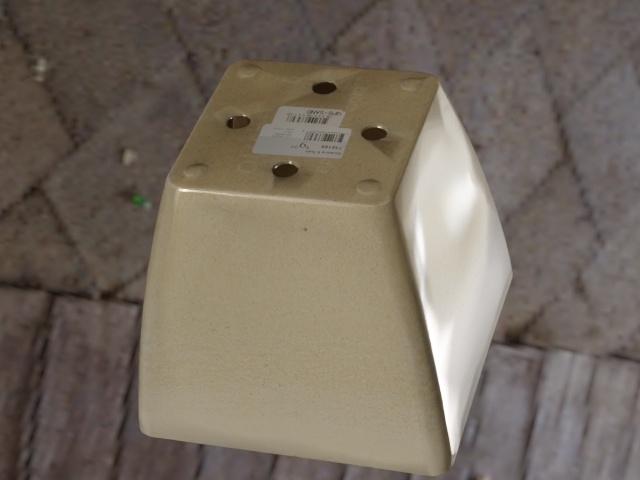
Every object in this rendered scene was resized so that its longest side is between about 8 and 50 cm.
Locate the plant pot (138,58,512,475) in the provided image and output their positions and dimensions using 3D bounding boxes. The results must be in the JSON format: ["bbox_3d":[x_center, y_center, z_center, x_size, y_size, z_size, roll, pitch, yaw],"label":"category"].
[{"bbox_3d":[0.000,0.000,0.622,0.109,0.109,0.096,-66,156,-48],"label":"plant pot"}]
